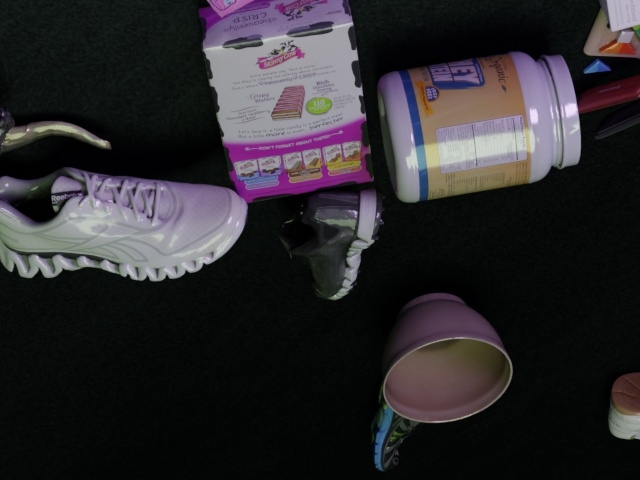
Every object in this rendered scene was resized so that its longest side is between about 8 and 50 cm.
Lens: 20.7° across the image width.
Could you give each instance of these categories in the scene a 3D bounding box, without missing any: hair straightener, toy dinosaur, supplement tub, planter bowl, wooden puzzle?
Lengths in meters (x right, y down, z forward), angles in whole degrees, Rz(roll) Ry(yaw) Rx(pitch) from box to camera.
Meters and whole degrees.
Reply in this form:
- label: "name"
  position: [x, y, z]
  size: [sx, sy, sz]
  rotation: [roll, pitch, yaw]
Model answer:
- label: "hair straightener"
  position: [0.390, -0.152, 1.903]
  size: [0.230, 0.047, 0.089]
  rotation: [-19, 120, 42]
- label: "toy dinosaur"
  position: [-0.366, -0.108, 1.857]
  size: [0.268, 0.064, 0.118]
  rotation: [-12, 151, 1]
- label: "supplement tub"
  position: [0.169, -0.125, 1.888]
  size: [0.199, 0.144, 0.144]
  rotation: [-10, 137, -2]
- label: "planter bowl"
  position: [0.149, 0.134, 2.178]
  size: [0.162, 0.109, 0.162]
  rotation: [-6, 137, -6]
- label: "wooden puzzle"
  position: [0.331, -0.227, 1.910]
  size: [0.078, 0.014, 0.116]
  rotation: [-1, 136, -10]

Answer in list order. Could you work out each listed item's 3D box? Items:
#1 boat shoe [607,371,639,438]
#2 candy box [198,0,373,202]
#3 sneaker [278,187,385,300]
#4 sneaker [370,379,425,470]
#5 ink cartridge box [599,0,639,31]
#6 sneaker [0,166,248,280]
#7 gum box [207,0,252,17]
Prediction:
- label: "boat shoe"
  position: [0.525, 0.233, 2.373]
  size: [0.277, 0.098, 0.096]
  rotation: [3, 136, -1]
- label: "candy box"
  position: [-0.034, -0.154, 1.869]
  size: [0.159, 0.071, 0.233]
  rotation: [-10, 138, -1]
- label: "sneaker"
  position: [0.000, 0.000, 2.012]
  size: [0.106, 0.078, 0.234]
  rotation: [7, 155, -8]
- label: "sneaker"
  position: [0.109, 0.241, 2.310]
  size: [0.078, 0.067, 0.188]
  rotation: [5, 132, -8]
- label: "ink cartridge box"
  position: [0.382, -0.301, 1.804]
  size: [0.198, 0.067, 0.115]
  rotation: [-16, 136, 4]
- label: "sneaker"
  position: [-0.226, -0.026, 1.897]
  size: [0.292, 0.110, 0.118]
  rotation: [-4, 142, 10]
- label: "gum box"
  position: [-0.100, -0.317, 1.691]
  size: [0.107, 0.062, 0.188]
  rotation: [-25, 135, 14]
